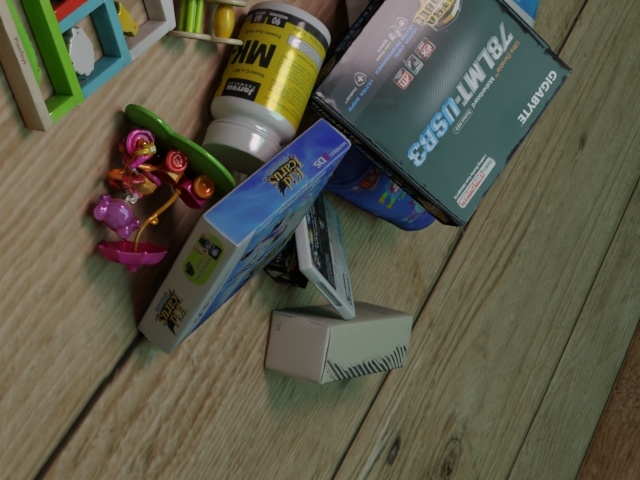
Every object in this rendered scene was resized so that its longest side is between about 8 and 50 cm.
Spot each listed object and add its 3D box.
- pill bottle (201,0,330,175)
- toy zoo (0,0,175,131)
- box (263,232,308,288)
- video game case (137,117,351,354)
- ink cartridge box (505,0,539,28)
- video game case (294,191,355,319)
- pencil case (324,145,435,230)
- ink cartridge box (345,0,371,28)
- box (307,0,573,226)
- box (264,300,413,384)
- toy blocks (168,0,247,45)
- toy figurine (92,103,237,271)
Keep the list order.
[{"bbox_3d":[-0.073,-0.197,1.541,0.119,0.119,0.208,43,62,-55],"label":"pill bottle"},{"bbox_3d":[-0.252,-0.277,1.303,0.293,0.030,0.192,-51,139,-40],"label":"toy zoo"},{"bbox_3d":[-0.049,0.024,1.720,0.083,0.052,0.062,50,56,-53],"label":"box"},{"bbox_3d":[-0.095,-0.005,1.495,0.269,0.061,0.244,-44,173,-45],"label":"video game case"},{"bbox_3d":[0.243,-0.334,1.977,0.168,0.171,0.232,16,85,-59],"label":"ink cartridge box"},{"bbox_3d":[0.000,0.000,1.737,0.173,0.022,0.190,51,26,-53],"label":"video game case"},{"bbox_3d":[0.096,-0.107,1.853,0.133,0.119,0.306,-58,150,4],"label":"pencil case"},{"bbox_3d":[0.109,-0.278,1.810,0.223,0.045,0.223,28,51,-59],"label":"ink cartridge box"},{"bbox_3d":[0.168,-0.220,1.653,0.293,0.073,0.295,40,80,-18],"label":"box"},{"bbox_3d":[0.034,0.157,1.847,0.275,0.113,0.094,-1,102,-58],"label":"box"},{"bbox_3d":[-0.135,-0.323,1.461,0.123,0.054,0.148,-5,104,-59],"label":"toy blocks"},{"bbox_3d":[-0.209,-0.047,1.391,0.173,0.130,0.159,45,68,-30],"label":"toy figurine"}]
